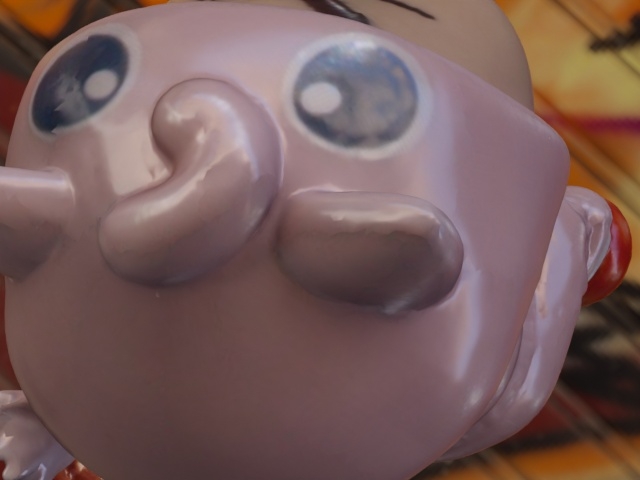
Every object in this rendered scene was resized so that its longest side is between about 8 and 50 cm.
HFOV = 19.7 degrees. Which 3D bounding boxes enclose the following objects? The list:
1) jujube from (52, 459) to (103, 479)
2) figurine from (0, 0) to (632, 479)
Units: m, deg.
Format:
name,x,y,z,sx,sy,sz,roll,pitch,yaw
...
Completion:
name,x,y,z,sx,sy,sz,roll,pitch,yaw
jujube,-0.103,0.225,1.395,0.290,0.197,0.197,43,13,-9
figurine,0.000,0.000,0.564,0.287,0.176,0.186,34,55,-61
